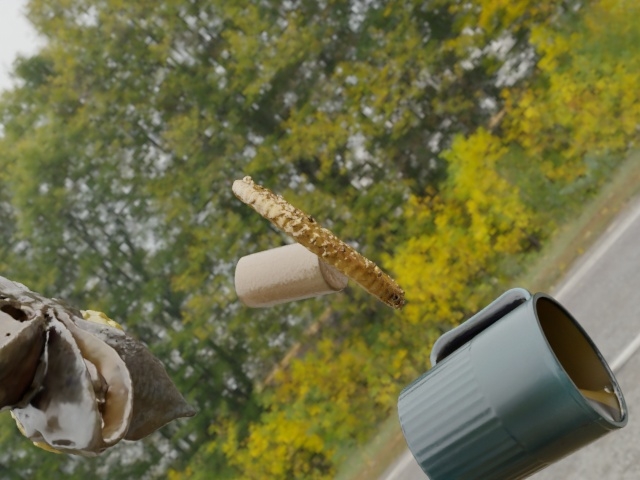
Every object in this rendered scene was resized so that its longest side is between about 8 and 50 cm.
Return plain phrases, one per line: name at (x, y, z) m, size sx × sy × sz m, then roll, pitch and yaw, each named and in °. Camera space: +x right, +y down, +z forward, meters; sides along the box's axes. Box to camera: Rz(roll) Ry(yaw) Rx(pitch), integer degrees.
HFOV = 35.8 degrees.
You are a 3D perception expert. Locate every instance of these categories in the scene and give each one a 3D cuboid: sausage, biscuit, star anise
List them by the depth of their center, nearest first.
star anise at (-0.261, 0.101, 0.875) m, size 0.315 × 0.315 × 0.108 m, roll 114°, pitch 180°, yaw -84°
biscuit at (0.000, 0.000, 1.201) m, size 0.035 × 0.254 × 0.254 m, roll -55°, pitch -2°, yaw 0°
sausage at (-0.071, 0.071, 2.083) m, size 0.252 × 0.123 × 0.123 m, roll -15°, pitch 19°, yaw 33°

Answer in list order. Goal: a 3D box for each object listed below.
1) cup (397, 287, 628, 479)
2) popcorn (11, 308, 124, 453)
cup at (0.287, 0.237, 1.599) m, size 0.292 × 0.308 × 0.242 m, roll -39°, pitch -29°, yaw 23°
popcorn at (-0.417, 0.249, 1.706) m, size 0.250 × 0.190 × 0.250 m, roll -28°, pitch 44°, yaw 31°
